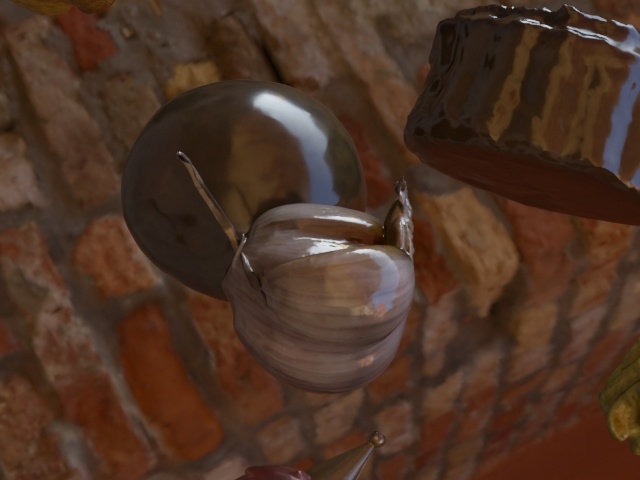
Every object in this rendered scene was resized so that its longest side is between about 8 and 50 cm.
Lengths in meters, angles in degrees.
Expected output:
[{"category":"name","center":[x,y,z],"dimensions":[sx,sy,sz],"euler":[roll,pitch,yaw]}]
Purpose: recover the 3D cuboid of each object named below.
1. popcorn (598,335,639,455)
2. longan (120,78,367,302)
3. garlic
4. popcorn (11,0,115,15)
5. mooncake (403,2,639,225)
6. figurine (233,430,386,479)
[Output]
[{"category":"popcorn","center":[0.389,0.152,1.208],"dimensions":[0.185,0.167,0.187],"euler":[48,32,-3]},{"category":"longan","center":[-0.078,-0.055,1.298],"dimensions":[0.258,0.258,0.258],"euler":[62,3,-6]},{"category":"garlic","center":[0.000,0.000,1.058],"dimensions":[0.257,0.207,0.207],"euler":[59,3,-3]},{"category":"popcorn","center":[-0.319,-0.373,1.489],"dimensions":[0.191,0.190,0.253],"euler":[35,-15,24]},{"category":"mooncake","center":[0.268,-0.142,1.362],"dimensions":[0.324,0.324,0.187],"euler":[42,64,-81]},{"category":"figurine","center":[-0.080,0.337,1.263],"dimensions":[0.207,0.387,0.166],"euler":[35,1,-24]}]
